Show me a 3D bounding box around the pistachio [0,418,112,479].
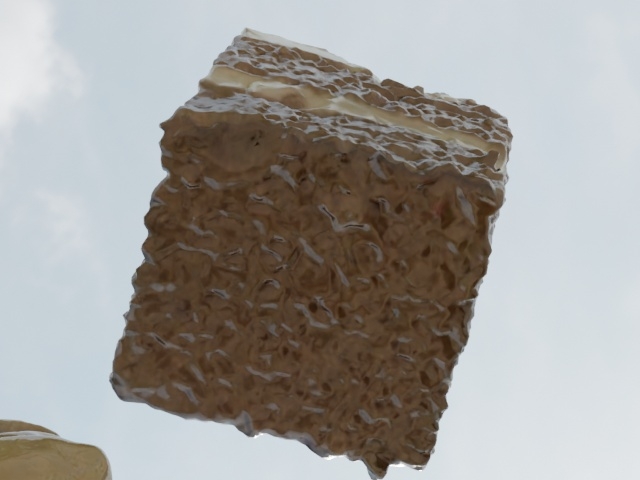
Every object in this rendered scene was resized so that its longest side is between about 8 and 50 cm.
[{"bbox_3d":[-0.291,0.254,1.413,0.293,0.162,0.181,-45,-57,-29],"label":"pistachio"}]

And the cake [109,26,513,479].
[{"bbox_3d":[0.000,0.000,0.735,0.135,0.135,0.147,16,-164,0],"label":"cake"}]
